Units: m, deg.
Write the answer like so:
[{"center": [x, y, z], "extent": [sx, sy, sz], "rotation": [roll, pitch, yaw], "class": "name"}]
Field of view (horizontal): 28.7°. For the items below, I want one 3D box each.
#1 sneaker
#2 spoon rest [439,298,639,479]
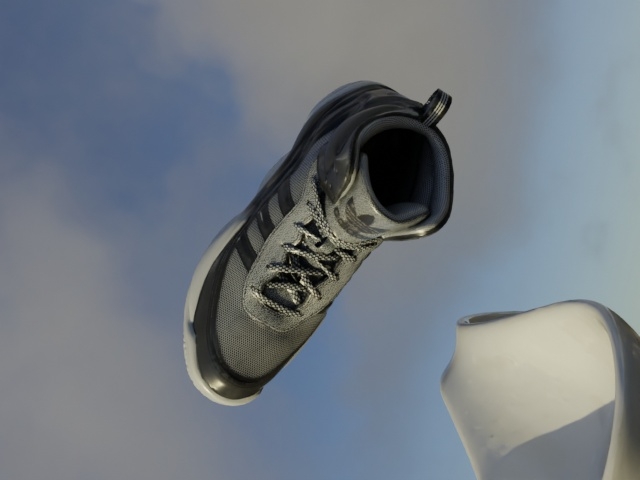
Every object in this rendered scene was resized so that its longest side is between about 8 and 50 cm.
[{"center": [0.000, 0.000, 0.876], "extent": [0.268, 0.101, 0.153], "rotation": [-59, 18, -8], "class": "sneaker"}, {"center": [0.111, 0.086, 0.644], "extent": [0.276, 0.084, 0.137], "rotation": [-86, 10, -83], "class": "spoon rest"}]
